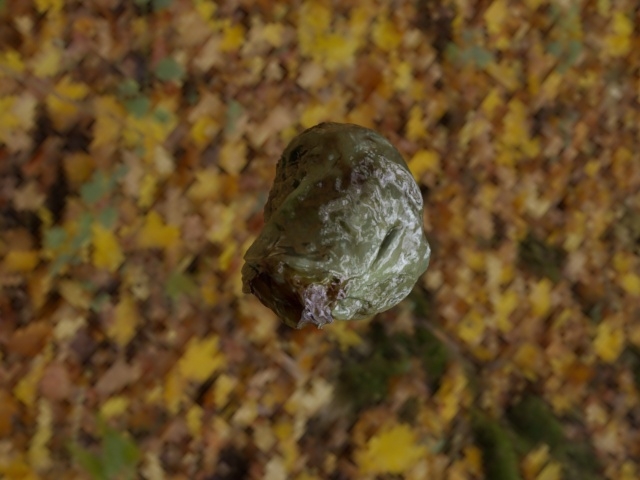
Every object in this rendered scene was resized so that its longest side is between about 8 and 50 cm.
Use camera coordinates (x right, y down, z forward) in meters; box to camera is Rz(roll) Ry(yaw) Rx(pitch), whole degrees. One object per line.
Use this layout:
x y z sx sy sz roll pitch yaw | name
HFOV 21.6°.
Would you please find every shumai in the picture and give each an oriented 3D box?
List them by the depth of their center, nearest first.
-0.001 0.000 0.953 0.087 0.099 0.124 -37 125 -48 | shumai
